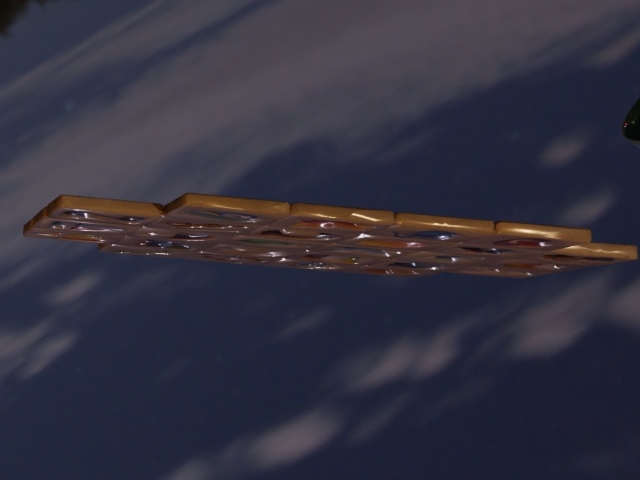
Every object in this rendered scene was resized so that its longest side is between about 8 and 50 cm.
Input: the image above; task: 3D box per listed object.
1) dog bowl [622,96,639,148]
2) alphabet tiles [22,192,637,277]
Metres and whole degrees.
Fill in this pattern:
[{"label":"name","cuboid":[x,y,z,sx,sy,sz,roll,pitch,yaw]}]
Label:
[{"label":"dog bowl","cuboid":[0.282,-0.075,0.944,0.166,0.074,0.297,-39,-168,-4]},{"label":"alphabet tiles","cuboid":[0.000,0.000,1.029,0.342,0.011,0.285,5,173,-16]}]
